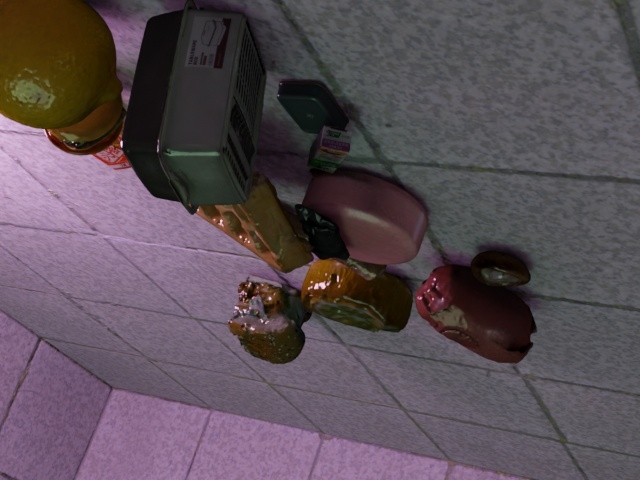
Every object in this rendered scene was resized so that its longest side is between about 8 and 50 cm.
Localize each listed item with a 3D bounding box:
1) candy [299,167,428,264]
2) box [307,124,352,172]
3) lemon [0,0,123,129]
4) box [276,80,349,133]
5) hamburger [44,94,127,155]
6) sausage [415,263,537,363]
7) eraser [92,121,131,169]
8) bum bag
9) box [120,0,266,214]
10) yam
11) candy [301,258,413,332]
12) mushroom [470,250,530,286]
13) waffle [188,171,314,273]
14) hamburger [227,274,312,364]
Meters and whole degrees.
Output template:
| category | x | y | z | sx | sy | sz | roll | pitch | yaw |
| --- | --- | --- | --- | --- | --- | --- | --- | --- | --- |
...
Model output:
| category | x | y | z | sx | sy | sz | roll | pitch | yaw |
| --- | --- | --- | --- | --- | --- | --- | --- | --- | --- |
| candy | 0.075 | -0.044 | 2.096 | 0.255 | 0.094 | 0.255 | 17 | 159 | 7 |
| box | 0.014 | -0.156 | 1.896 | 0.050 | 0.041 | 0.207 | 11 | 172 | -6 |
| lemon | -0.443 | -0.293 | 1.767 | 0.254 | 0.228 | 0.228 | 35 | 159 | 5 |
| box | -0.014 | -0.219 | 1.844 | 0.091 | 0.031 | 0.126 | 7 | 156 | 29 |
| hamburger | -0.431 | -0.234 | 1.996 | 0.162 | 0.162 | 0.115 | 19 | 157 | 3 |
| sausage | 0.320 | 0.150 | 2.270 | 0.280 | 0.152 | 0.152 | 28 | 157 | -20 |
| eraser | -0.450 | -0.219 | 2.207 | 0.157 | 0.038 | 0.230 | -5 | 148 | 47 |
| bum bag | 0.002 | -0.006 | 2.052 | 0.087 | 0.049 | 0.197 | 18 | 160 | 18 |
| box | -0.189 | -0.201 | 1.700 | 0.166 | 0.290 | 0.220 | 2 | 155 | 11 |
| yam | 0.000 | 0.000 | 2.306 | 0.300 | 0.066 | 0.066 | 26 | 158 | -11 |
| candy | 0.081 | 0.129 | 2.471 | 0.260 | 0.118 | 0.260 | 18 | 161 | 6 |
| mushroom | 0.352 | 0.055 | 2.153 | 0.123 | 0.052 | 0.123 | 13 | 163 | 4 |
| waffle | -0.184 | -0.092 | 2.068 | 0.348 | 0.077 | 0.304 | 33 | 162 | 32 |
| hamburger | -0.110 | 0.203 | 2.734 | 0.192 | 0.167 | 0.288 | 13 | 157 | 21 |
